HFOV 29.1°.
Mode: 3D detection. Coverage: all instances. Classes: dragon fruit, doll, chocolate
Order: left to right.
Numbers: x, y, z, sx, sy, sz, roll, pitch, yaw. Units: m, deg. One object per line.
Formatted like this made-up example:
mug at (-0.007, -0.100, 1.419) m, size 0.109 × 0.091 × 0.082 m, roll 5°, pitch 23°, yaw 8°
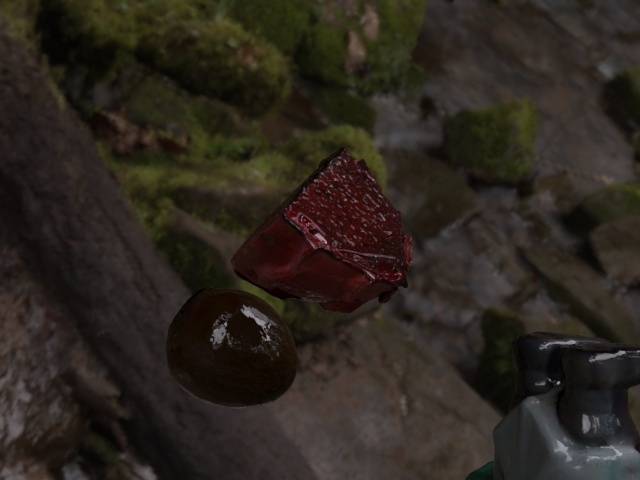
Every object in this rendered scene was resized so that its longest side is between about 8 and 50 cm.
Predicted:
chocolate at (-0.110, 0.145, 1.562) m, size 0.177 × 0.177 × 0.177 m, roll 19°, pitch 42°, yaw -18°
dragon fruit at (0.000, 0.000, 1.378) m, size 0.163 × 0.189 × 0.262 m, roll 69°, pitch 24°, yaw -17°
doll at (0.121, 0.180, 0.502) m, size 0.153 × 0.258 × 0.195 m, roll 6°, pitch 27°, yaw -23°
